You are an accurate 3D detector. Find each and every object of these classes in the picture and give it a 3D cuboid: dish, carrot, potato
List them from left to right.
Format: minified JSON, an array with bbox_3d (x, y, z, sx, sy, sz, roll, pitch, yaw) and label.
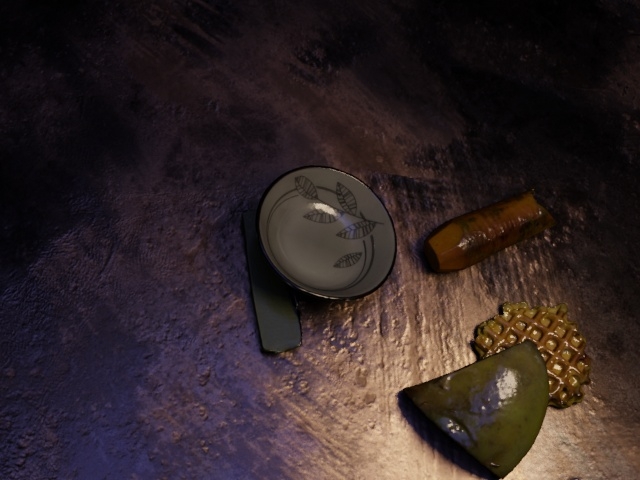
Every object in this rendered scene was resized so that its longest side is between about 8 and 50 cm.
[{"bbox_3d":[0.000,0.000,1.828,0.316,0.106,0.316,10,62,-20],"label":"dish"},{"bbox_3d":[0.369,-0.021,1.892,0.302,0.114,0.114,-23,74,-15],"label":"carrot"},{"bbox_3d":[0.345,0.297,1.733,0.269,0.112,0.255,40,88,7],"label":"potato"}]

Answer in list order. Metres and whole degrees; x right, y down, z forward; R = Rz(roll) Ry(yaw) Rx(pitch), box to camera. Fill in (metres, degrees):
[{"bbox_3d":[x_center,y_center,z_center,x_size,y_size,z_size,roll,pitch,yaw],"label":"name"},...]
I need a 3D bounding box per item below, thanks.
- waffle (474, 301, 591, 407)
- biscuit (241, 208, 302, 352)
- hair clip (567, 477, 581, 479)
[{"bbox_3d":[0.449,0.240,1.837,0.238,0.059,0.243,-10,69,-6],"label":"waffle"},{"bbox_3d":[-0.101,0.082,1.837,0.099,0.038,0.322,-8,71,-9],"label":"biscuit"},{"bbox_3d":[0.560,0.597,1.691,0.137,0.090,0.278,-29,75,-7],"label":"hair clip"}]
